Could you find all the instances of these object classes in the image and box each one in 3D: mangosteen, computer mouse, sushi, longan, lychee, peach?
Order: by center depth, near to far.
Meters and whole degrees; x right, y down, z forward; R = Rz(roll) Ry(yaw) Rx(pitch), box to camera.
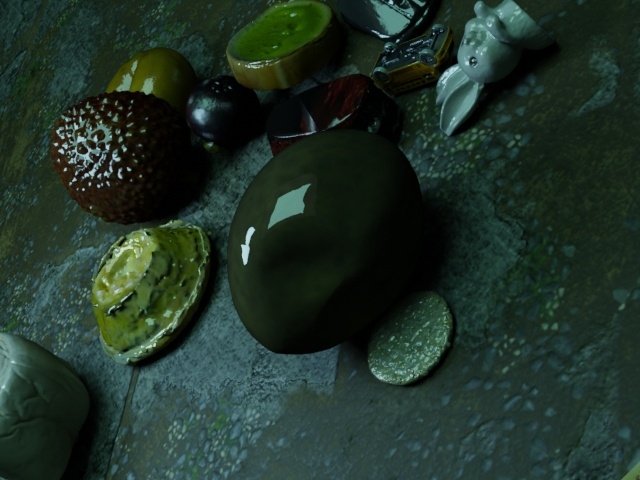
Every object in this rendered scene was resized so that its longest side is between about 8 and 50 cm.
[{"bbox_3d":[0.000,0.000,1.613,0.350,0.288,0.288,-59,34,9],"label":"longan"},{"bbox_3d":[0.022,-0.187,1.877,0.225,0.126,0.136,-15,49,35],"label":"sushi"},{"bbox_3d":[0.105,-0.442,2.021,0.138,0.086,0.269,-54,36,2],"label":"computer mouse"},{"bbox_3d":[-0.189,-0.242,2.158,0.152,0.152,0.153,-30,42,31],"label":"mangosteen"},{"bbox_3d":[-0.386,-0.164,2.205,0.276,0.304,0.276,-162,90,-86],"label":"lychee"},{"bbox_3d":[-0.376,-0.305,2.416,0.251,0.153,0.251,-34,33,25],"label":"peach"}]

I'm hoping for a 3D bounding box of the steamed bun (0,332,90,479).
[{"bbox_3d":[-0.570,0.296,2.058,0.236,0.247,0.383,-51,28,-15],"label":"steamed bun"}]

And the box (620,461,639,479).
[{"bbox_3d":[0.345,0.283,1.190,0.149,0.020,0.073,-47,34,10],"label":"box"}]

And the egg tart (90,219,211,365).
[{"bbox_3d":[-0.335,0.080,2.068,0.315,0.120,0.315,-31,40,30],"label":"egg tart"}]

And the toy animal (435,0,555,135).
[{"bbox_3d":[0.235,-0.271,1.696,0.221,0.130,0.104,-43,50,20],"label":"toy animal"}]

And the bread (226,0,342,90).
[{"bbox_3d":[-0.069,-0.375,2.113,0.236,0.070,0.236,-15,37,12],"label":"bread"}]

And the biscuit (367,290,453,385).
[{"bbox_3d":[0.126,0.138,1.566,0.152,0.020,0.152,-29,42,30],"label":"biscuit"}]

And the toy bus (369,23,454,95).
[{"bbox_3d":[0.161,-0.295,1.842,0.162,0.074,0.070,-12,45,47],"label":"toy bus"}]
